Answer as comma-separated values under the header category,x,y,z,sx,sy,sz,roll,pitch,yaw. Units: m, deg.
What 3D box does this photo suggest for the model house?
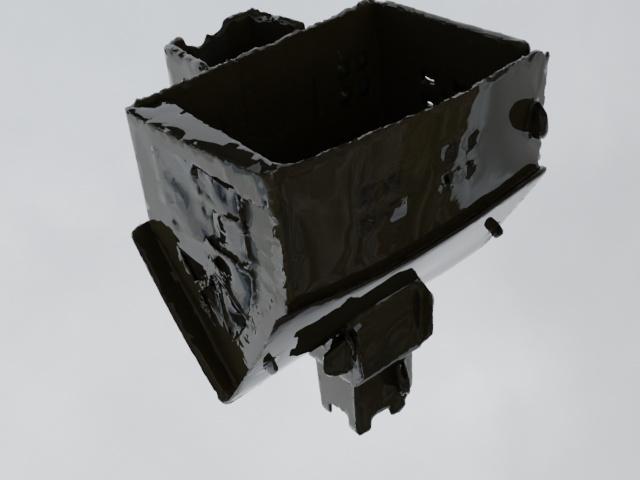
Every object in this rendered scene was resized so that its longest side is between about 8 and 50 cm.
category,x,y,z,sx,sy,sz,roll,pitch,yaw
model house,0.000,0.000,0.735,0.211,0.204,0.243,-29,-51,-30
